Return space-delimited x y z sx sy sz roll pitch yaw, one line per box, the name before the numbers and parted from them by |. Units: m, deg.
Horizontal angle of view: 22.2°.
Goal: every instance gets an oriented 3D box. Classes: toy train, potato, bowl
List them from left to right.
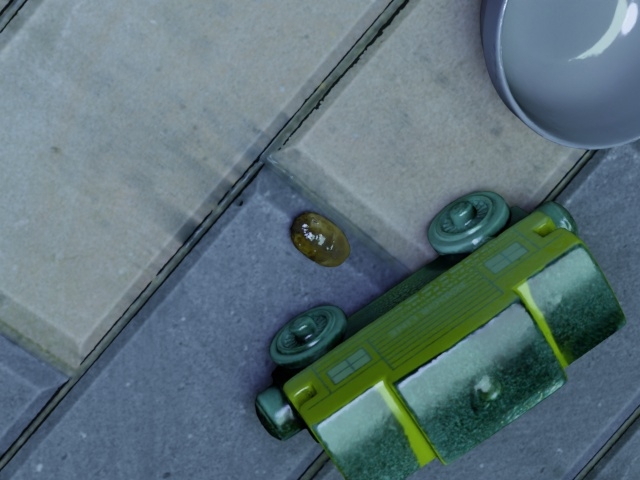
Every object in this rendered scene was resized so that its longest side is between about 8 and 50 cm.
potato | 0.000 0.000 1.897 0.083 0.040 0.051 36 102 -28
toy train | 0.136 0.118 1.868 0.442 0.272 0.179 -34 117 -4
bowl | 0.301 -0.259 1.840 0.287 0.144 0.287 -7 114 -17
